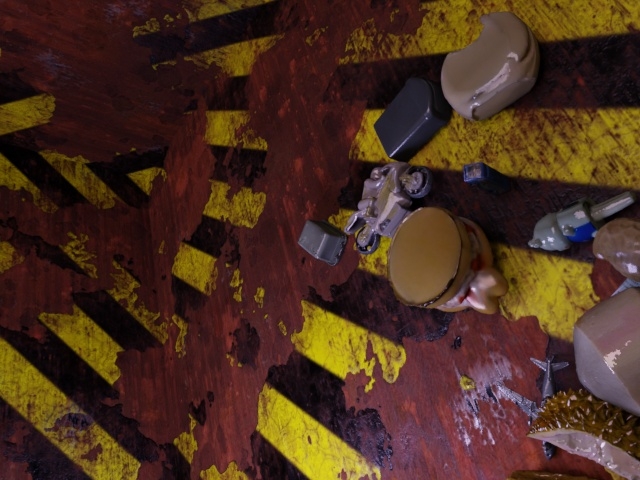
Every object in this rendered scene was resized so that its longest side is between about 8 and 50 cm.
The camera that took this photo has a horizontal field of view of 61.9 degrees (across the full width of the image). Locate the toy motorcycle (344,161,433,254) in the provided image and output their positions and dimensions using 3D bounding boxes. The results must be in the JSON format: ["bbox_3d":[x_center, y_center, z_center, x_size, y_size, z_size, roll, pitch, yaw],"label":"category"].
[{"bbox_3d":[0.194,-0.123,1.633,0.340,0.108,0.222,-53,45,25],"label":"toy motorcycle"}]

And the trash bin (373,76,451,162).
[{"bbox_3d":[0.279,-0.372,1.610,0.236,0.101,0.176,-46,50,36],"label":"trash bin"}]

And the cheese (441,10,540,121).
[{"bbox_3d":[0.442,-0.453,1.408,0.266,0.127,0.233,-32,57,40],"label":"cheese"}]

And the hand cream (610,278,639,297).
[{"bbox_3d":[0.672,0.038,1.044,0.085,0.058,0.331,47,116,43],"label":"hand cream"}]

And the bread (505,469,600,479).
[{"bbox_3d":[0.491,0.542,1.104,0.211,0.083,0.113,-14,74,48],"label":"bread"}]

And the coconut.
[{"bbox_3d":[0.574,0.204,0.972,0.241,0.241,0.241,-17,67,47],"label":"coconut"}]

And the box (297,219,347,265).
[{"bbox_3d":[0.000,0.000,1.845,0.172,0.093,0.124,35,107,49],"label":"box"}]

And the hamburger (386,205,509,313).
[{"bbox_3d":[0.327,0.061,1.356,0.303,0.186,0.260,29,101,60],"label":"hamburger"}]

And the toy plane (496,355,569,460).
[{"bbox_3d":[0.499,0.366,1.165,0.226,0.058,0.226,0,80,34],"label":"toy plane"}]

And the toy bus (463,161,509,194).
[{"bbox_3d":[0.416,-0.155,1.336,0.061,0.153,0.051,-16,69,41],"label":"toy bus"}]

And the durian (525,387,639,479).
[{"bbox_3d":[0.543,0.363,1.014,0.250,0.138,0.183,24,144,33],"label":"durian"}]

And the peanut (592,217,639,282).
[{"bbox_3d":[0.642,0.022,0.957,0.298,0.120,0.136,13,68,49],"label":"peanut"}]

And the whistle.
[{"bbox_3d":[0.565,-0.039,1.168,0.244,0.110,0.092,-32,89,41],"label":"whistle"}]
